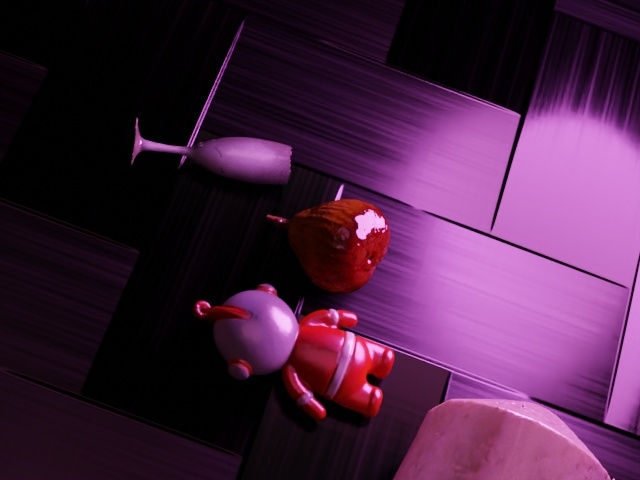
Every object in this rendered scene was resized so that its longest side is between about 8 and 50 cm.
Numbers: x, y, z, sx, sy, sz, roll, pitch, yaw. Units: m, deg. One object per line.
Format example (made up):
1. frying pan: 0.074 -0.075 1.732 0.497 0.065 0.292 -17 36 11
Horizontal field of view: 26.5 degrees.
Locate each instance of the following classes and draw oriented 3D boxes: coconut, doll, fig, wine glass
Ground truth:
1. coconut: 0.191 0.284 1.458 0.239 0.239 0.244 28 65 3
2. doll: -0.035 0.125 1.582 0.245 0.076 0.142 21 59 -6
3. fig: 0.008 0.011 1.654 0.119 0.153 0.119 19 66 -49
4. wine glass: -0.135 -0.109 1.691 0.198 0.066 0.066 7 61 -9
